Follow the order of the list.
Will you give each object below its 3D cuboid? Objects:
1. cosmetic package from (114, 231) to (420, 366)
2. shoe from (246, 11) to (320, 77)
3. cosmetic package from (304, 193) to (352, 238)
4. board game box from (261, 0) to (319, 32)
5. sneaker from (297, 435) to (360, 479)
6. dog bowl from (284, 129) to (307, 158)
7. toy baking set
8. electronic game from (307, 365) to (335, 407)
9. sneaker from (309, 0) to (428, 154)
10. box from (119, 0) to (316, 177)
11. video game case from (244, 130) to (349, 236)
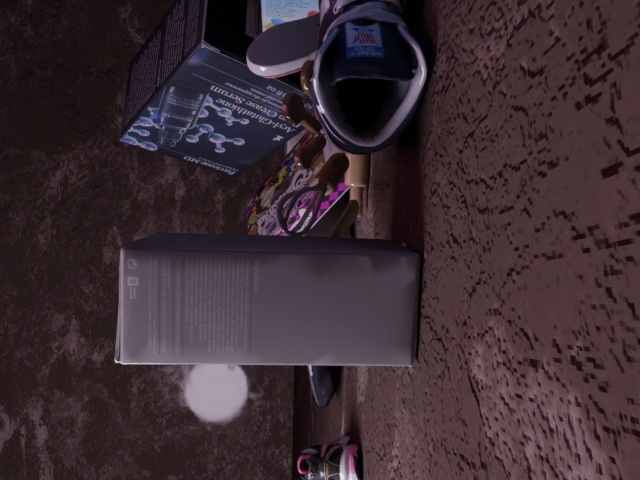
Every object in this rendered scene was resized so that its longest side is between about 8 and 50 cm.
[{"bbox_3d":[-0.042,0.047,0.483,0.127,0.238,0.107,-112,26,-84],"label":"cosmetic package"},{"bbox_3d":[-0.005,-0.219,0.646,0.063,0.178,0.081,47,159,23],"label":"shoe"},{"bbox_3d":[0.000,0.000,0.879,0.231,0.086,0.117,-98,11,-54],"label":"cosmetic package"},{"bbox_3d":[-0.007,-0.368,0.725,0.275,0.145,0.141,-170,82,-84],"label":"board game box"},{"bbox_3d":[0.006,0.303,0.750,0.178,0.077,0.071,101,171,-65],"label":"sneaker"},{"bbox_3d":[-0.048,-0.211,1.381,0.349,0.102,0.348,-178,90,-84],"label":"dog bowl"},{"bbox_3d":[0.006,-0.084,0.617,0.197,0.030,0.256,-16,-71,-59],"label":"toy baking set"},{"bbox_3d":[-0.012,0.169,0.937,0.229,0.048,0.229,-10,-90,-88],"label":"electronic game"},{"bbox_3d":[0.033,-0.209,0.463,0.153,0.099,0.282,-89,-5,-75],"label":"sneaker"},{"bbox_3d":[-0.201,-0.330,1.147,0.396,0.294,0.211,-24,59,48],"label":"box"},{"bbox_3d":[-0.035,-0.080,0.833,0.232,0.042,0.210,-46,25,24],"label":"video game case"}]
